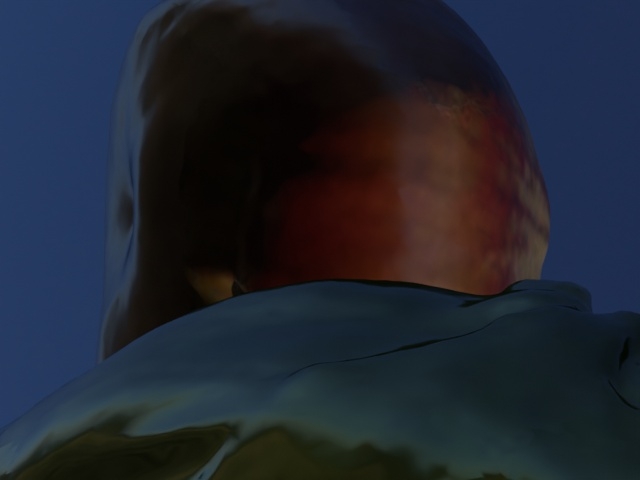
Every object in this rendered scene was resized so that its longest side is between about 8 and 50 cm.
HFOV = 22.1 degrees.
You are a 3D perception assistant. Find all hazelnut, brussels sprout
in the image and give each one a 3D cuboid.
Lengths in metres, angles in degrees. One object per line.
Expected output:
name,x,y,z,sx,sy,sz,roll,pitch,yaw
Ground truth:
hazelnut,0.000,0.000,1.197,0.359,0.359,0.410,5,-81,43
brussels sprout,0.055,0.184,0.526,0.425,0.361,0.343,0,-94,13
